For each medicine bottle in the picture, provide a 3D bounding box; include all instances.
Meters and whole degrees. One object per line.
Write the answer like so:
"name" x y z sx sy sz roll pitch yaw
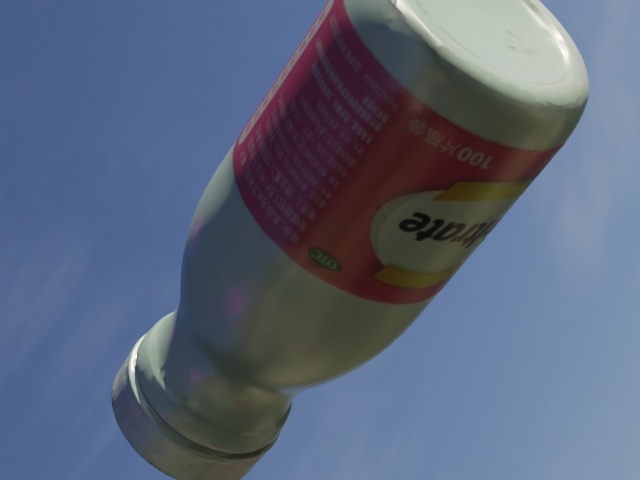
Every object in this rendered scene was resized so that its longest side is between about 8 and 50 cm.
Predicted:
"medicine bottle" 0.000 0.000 0.524 0.090 0.090 0.217 -32 -17 -54
